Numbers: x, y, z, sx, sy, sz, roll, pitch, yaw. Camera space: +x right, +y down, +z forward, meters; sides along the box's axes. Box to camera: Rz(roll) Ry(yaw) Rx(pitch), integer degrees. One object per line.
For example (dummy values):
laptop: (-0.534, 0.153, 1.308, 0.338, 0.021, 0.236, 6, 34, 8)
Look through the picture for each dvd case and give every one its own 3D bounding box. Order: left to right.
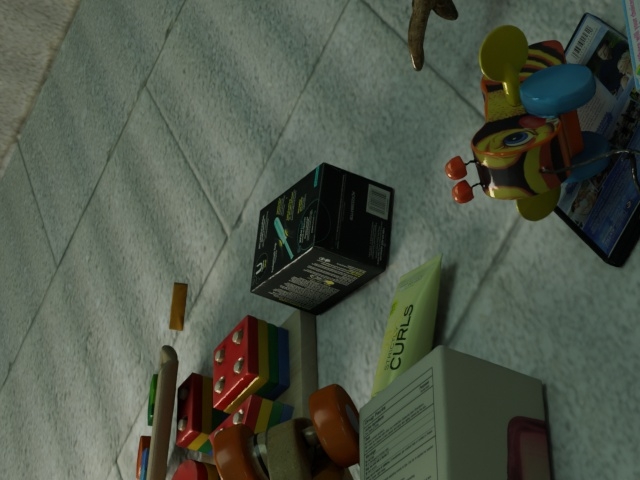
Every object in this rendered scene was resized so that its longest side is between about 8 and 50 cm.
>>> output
dvd case: (0.275, -0.104, 1.574, 0.180, 0.022, 0.253, -63, 26, 16)

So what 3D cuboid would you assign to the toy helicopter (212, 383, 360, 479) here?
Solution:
toy helicopter: (0.017, 0.332, 1.575, 0.140, 0.235, 0.355, -24, 40, 11)

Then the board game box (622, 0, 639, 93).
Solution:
board game box: (0.332, -0.212, 1.498, 0.103, 0.026, 0.154, -37, 35, 35)

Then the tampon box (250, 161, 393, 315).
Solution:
tampon box: (0.000, 0.000, 1.957, 0.161, 0.101, 0.120, -35, 42, 52)

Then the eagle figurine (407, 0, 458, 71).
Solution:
eagle figurine: (0.093, -0.380, 1.907, 0.226, 0.225, 0.298, -52, 25, 20)

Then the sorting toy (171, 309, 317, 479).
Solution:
sorting toy: (-0.107, 0.244, 2.009, 0.257, 0.089, 0.255, -46, 34, 40)

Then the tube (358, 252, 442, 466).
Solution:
tube: (0.088, 0.134, 1.738, 0.070, 0.062, 0.240, 1, 64, 24)

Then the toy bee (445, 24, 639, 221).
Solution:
toy bee: (0.186, -0.103, 1.497, 0.298, 0.162, 0.195, -101, -6, -82)

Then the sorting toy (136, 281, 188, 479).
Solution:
sorting toy: (-0.216, 0.206, 2.162, 0.229, 0.041, 0.307, -166, 83, -85)

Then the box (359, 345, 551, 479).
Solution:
box: (0.125, 0.242, 1.499, 0.148, 0.126, 0.232, -44, 35, 44)
